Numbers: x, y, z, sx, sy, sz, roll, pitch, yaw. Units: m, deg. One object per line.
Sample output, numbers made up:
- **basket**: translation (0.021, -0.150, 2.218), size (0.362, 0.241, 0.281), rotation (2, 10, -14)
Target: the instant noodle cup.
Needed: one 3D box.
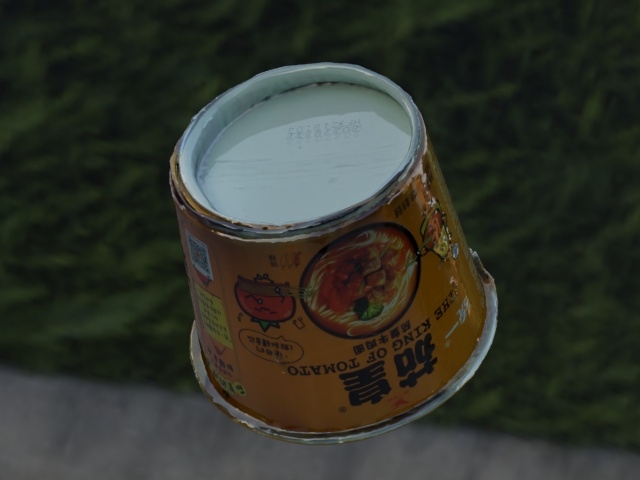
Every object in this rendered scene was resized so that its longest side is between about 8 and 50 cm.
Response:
- **instant noodle cup**: translation (0.000, 0.000, 1.193), size (0.215, 0.172, 0.216), rotation (-8, 42, 7)
